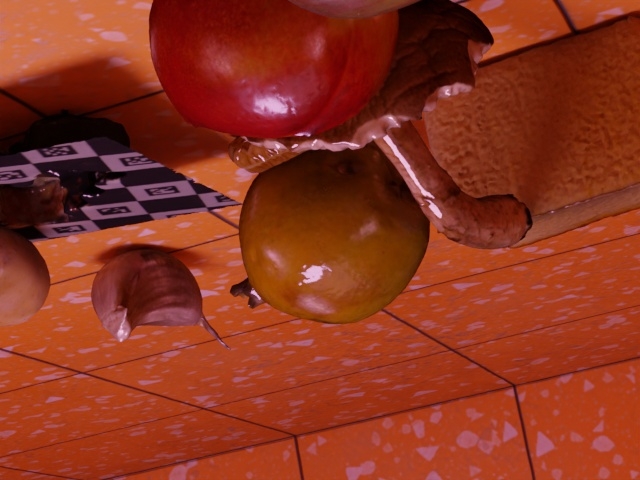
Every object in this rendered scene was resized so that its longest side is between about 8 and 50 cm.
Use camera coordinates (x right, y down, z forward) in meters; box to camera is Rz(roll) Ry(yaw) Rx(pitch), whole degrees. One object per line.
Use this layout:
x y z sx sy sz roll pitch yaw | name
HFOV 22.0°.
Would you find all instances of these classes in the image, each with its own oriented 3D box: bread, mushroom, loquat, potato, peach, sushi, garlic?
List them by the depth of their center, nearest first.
-0.037 -0.159 1.287 0.190 0.190 0.192 -1 143 -29 | peach
0.091 -0.092 1.447 0.302 0.233 0.208 36 133 -6 | mushroom
0.248 -0.104 1.654 0.275 0.184 0.114 -17 159 19 | bread
-0.285 -0.074 1.668 0.320 0.068 0.339 -10 167 20 | sushi
-0.031 -0.112 1.704 0.157 0.044 0.052 -24 153 38 | bread
-0.352 0.035 1.721 0.118 0.109 0.178 24 173 19 | potato
0.000 0.000 1.808 0.246 0.213 0.213 -36 154 24 | loquat
-0.205 0.078 2.095 0.090 0.128 0.198 -37 150 26 | garlic

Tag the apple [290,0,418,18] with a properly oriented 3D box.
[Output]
0.030 -0.241 1.047 0.174 0.188 0.188 -29 156 36 | apple
